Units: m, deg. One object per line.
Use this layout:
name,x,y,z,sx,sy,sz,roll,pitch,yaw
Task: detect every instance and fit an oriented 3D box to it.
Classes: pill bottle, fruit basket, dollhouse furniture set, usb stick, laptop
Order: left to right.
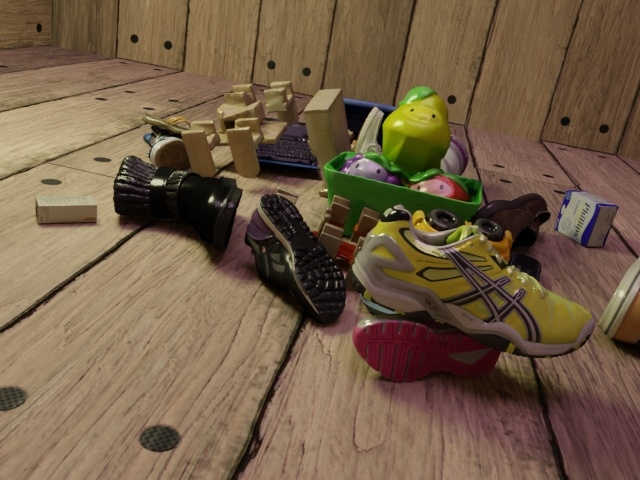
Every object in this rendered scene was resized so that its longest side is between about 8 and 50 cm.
dollhouse furniture set,-0.125,-0.278,1.794,0.395,0.256,0.362,0,33,18
laptop,-0.112,-0.312,1.977,0.235,0.136,0.264,6,63,-13
dollhouse furniture set,0.000,0.000,1.316,0.259,0.135,0.262,21,21,-2
fruit basket,0.213,-0.180,1.492,0.392,0.391,0.283,14,21,11
pill bottle,0.370,-0.241,1.987,0.169,0.169,0.301,17,22,17
usb stick,0.431,0.090,1.343,0.077,0.045,0.278,24,24,15

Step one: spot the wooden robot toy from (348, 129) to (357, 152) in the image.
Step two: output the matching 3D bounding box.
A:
wooden robot toy,0.088,-0.275,1.924,0.076,0.173,0.079,18,-16,-18

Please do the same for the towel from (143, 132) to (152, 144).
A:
towel,-0.516,-0.317,1.966,0.067,0.029,0.119,-5,26,-31

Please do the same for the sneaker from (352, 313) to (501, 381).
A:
sneaker,0.159,0.156,0.992,0.253,0.102,0.111,10,18,-24

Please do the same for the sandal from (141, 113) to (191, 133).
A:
sandal,-0.421,-0.339,1.781,0.180,0.049,0.072,18,13,-3

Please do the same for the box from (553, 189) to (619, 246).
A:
box,0.751,-0.064,1.764,0.072,0.126,0.137,2,22,-24

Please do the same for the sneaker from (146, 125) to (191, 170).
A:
sneaker,-0.447,-0.260,1.753,0.153,0.099,0.282,19,16,10

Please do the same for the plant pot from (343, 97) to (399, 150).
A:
plant pot,0.123,-0.353,2.088,0.236,0.235,0.212,7,14,-8

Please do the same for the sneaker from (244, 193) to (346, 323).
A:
sneaker,-0.053,0.054,1.157,0.107,0.124,0.283,1,47,-40

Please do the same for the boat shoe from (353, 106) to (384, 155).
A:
boat shoe,0.136,-0.219,1.685,0.096,0.276,0.098,19,14,9

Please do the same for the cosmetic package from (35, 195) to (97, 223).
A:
cosmetic package,-0.532,-0.065,1.302,0.115,0.041,0.060,-2,24,-29

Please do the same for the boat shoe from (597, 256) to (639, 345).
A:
boat shoe,0.728,0.094,1.295,0.156,0.186,0.500,29,32,28

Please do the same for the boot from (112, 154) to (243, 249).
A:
boot,-0.310,-0.084,1.318,0.260,0.131,0.348,12,10,-14

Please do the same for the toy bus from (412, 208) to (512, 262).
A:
toy bus,0.281,0.057,1.248,0.221,0.149,0.211,11,34,-6

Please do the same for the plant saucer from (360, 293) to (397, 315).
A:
plant saucer,0.131,0.119,1.163,0.120,0.021,0.119,9,22,-3

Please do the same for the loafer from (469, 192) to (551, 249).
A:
loafer,0.503,-0.031,1.619,0.366,0.134,0.130,-11,67,-47

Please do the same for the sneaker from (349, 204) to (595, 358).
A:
sneaker,0.245,0.064,0.939,0.385,0.147,0.145,17,17,-6
